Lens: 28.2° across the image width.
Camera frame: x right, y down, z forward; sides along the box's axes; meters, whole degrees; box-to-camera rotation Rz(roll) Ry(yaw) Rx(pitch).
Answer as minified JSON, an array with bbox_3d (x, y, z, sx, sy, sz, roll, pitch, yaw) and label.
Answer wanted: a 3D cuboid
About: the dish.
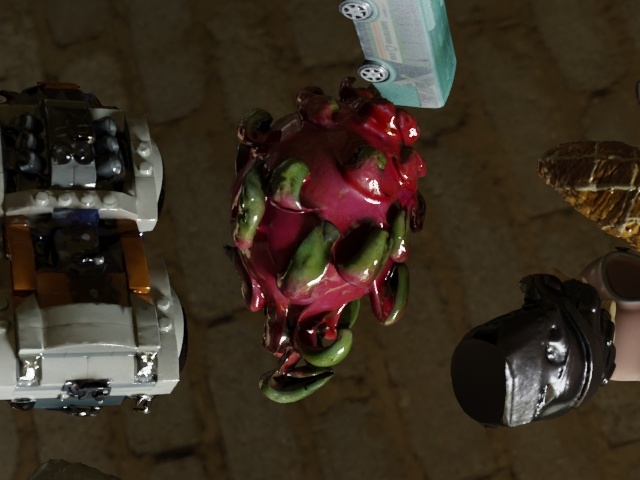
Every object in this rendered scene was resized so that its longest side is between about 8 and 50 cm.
[{"bbox_3d":[0.396,0.075,1.521,0.213,0.213,0.090,-106,-170,-52],"label":"dish"}]

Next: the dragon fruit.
[{"bbox_3d":[0.008,-0.006,1.170,0.218,0.198,0.272,42,-35,50],"label":"dragon fruit"}]

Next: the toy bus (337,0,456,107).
[{"bbox_3d":[0.084,-0.243,1.385,0.261,0.109,0.091,64,39,-62],"label":"toy bus"}]

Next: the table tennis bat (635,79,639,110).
[{"bbox_3d":[0.378,-0.145,1.457,0.083,0.007,0.050,59,35,-25],"label":"table tennis bat"}]

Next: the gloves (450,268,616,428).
[{"bbox_3d":[0.210,0.094,1.162,0.124,0.203,0.164,52,-32,28],"label":"gloves"}]

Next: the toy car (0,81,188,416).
[{"bbox_3d":[-0.217,-0.001,1.073,0.118,0.193,0.301,129,-42,-57],"label":"toy car"}]

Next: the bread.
[{"bbox_3d":[0.335,-0.046,1.318,0.076,0.233,0.105,75,37,-73],"label":"bread"}]

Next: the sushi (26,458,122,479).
[{"bbox_3d":[-0.341,0.419,1.594,0.343,0.196,0.182,-66,-179,-57],"label":"sushi"}]
